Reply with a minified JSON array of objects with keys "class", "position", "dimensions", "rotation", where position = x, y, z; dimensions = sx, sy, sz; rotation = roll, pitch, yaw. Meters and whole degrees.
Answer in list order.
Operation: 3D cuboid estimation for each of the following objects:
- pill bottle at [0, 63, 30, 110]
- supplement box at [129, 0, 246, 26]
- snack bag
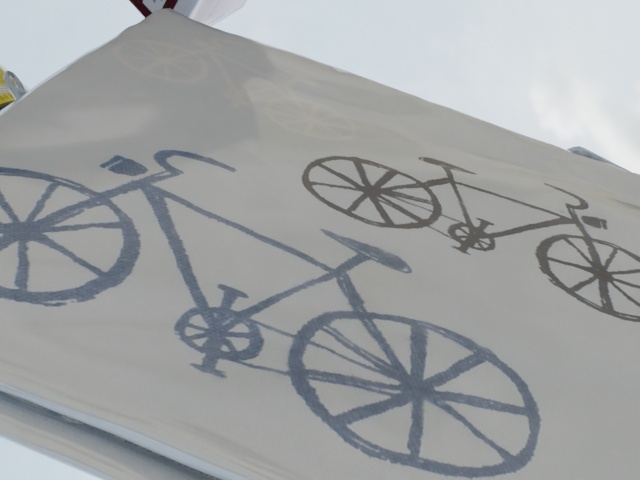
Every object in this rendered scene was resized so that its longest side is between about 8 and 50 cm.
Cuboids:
[{"class":"pill bottle","position":[-0.252,-0.085,0.729],"dimensions":[0.184,0.103,0.103],"rotation":[39,-145,23]},{"class":"supplement box","position":[-0.124,-0.249,0.665],"dimensions":[0.239,0.130,0.073],"rotation":[47,-129,2]},{"class":"snack bag","position":[0.000,0.000,0.480],"dimensions":[0.323,0.037,0.342],"rotation":[20,-150,6]}]
